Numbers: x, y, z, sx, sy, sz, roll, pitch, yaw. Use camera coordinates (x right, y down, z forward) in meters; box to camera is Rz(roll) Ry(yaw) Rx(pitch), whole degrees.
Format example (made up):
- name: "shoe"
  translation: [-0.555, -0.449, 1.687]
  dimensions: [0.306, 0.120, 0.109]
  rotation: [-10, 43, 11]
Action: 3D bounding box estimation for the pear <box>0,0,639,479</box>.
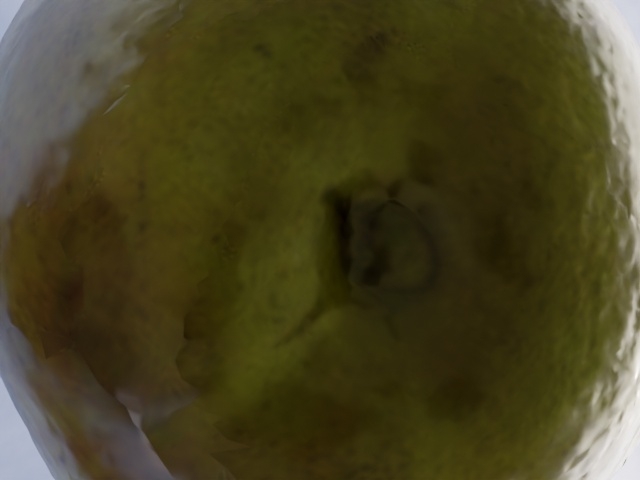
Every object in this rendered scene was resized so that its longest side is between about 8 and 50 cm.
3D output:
- name: "pear"
  translation: [0.000, 0.000, 0.483]
  dimensions: [0.200, 0.200, 0.200]
  rotation: [2, -99, -12]
